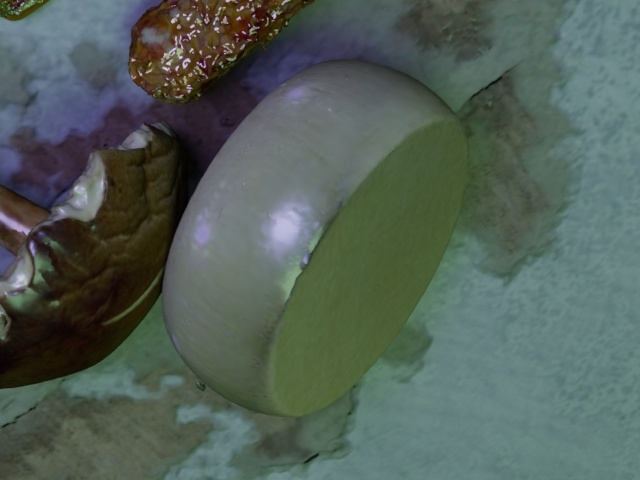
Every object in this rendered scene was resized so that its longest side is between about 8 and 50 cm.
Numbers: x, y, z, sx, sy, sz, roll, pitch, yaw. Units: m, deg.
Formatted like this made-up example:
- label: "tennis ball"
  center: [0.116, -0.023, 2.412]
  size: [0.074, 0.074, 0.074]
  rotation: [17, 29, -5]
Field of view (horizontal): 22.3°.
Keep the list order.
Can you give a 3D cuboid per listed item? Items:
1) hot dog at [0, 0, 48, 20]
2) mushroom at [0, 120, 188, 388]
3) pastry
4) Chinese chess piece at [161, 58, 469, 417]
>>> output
- label: "hot dog"
  center: [-0.192, -0.178, 1.103]
  size: [0.083, 0.021, 0.037]
  rotation: [-39, 127, 9]
- label: "mushroom"
  center: [-0.222, -0.035, 1.116]
  size: [0.302, 0.208, 0.233]
  rotation: [50, 58, -28]
- label: "pastry"
  center: [-0.059, -0.161, 1.126]
  size: [0.169, 0.087, 0.063]
  rotation: [-36, 162, 9]
- label: "Chinese chess piece"
  center: [0.000, 0.000, 1.169]
  size: [0.273, 0.102, 0.273]
  rotation: [-45, 153, -31]
